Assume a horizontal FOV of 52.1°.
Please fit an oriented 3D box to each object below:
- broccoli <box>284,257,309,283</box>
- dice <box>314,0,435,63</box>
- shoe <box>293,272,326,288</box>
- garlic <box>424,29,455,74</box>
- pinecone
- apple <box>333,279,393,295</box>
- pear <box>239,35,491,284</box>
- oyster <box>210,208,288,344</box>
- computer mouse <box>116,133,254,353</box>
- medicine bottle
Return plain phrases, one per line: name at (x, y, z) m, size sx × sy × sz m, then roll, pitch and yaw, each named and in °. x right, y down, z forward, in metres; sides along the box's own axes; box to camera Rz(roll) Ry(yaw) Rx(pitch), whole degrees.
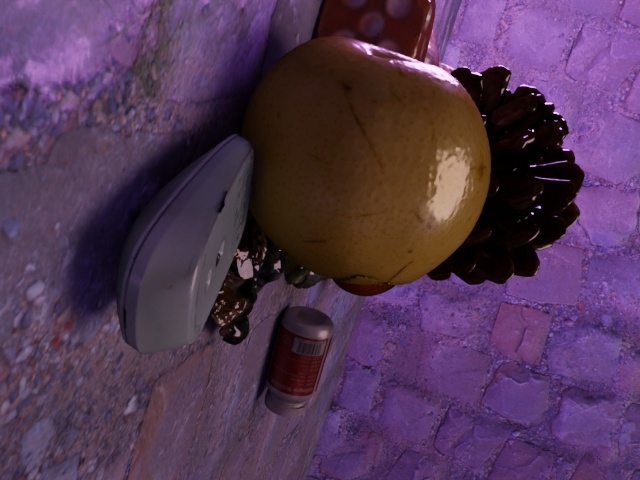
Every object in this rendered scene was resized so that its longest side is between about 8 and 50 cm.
broccoli at (0.018, -0.008, 1.319) m, size 0.275 × 0.198 × 0.177 m, roll 101°, pitch -34°, yaw -67°
dice at (0.096, -0.355, 1.128) m, size 0.174 × 0.175 × 0.179 m, roll -10°, pitch 114°, yaw -78°
shoe at (0.048, 0.051, 1.588) m, size 0.336 × 0.171 × 0.132 m, roll -46°, pitch 153°, yaw -68°
garlic at (0.276, -0.438, 1.707) m, size 0.245 × 0.253 × 0.245 m, roll -167°, pitch -90°, yaw -84°
pinecone at (0.267, -0.118, 1.163) m, size 0.398 × 0.398 × 0.397 m, roll 19°, pitch 90°, yaw -80°
apple at (0.143, 0.064, 1.990) m, size 0.230 × 0.230 × 0.230 m, roll 19°, pitch 90°, yaw -80°
pear at (0.057, -0.104, 0.892) m, size 0.348 × 0.348 × 0.348 m, roll 19°, pitch 90°, yaw -80°
oyster at (-0.079, -0.003, 1.084) m, size 0.221 × 0.096 × 0.361 m, roll 105°, pitch 11°, yaw -58°
computer mouse at (-0.147, -0.005, 0.708) m, size 0.288 × 0.097 × 0.159 m, roll -77°, pitch 177°, yaw -52°
medicine bottle at (-0.057, 0.292, 1.581) m, size 0.131 × 0.131 × 0.250 m, roll -41°, pitch 149°, yaw -70°
